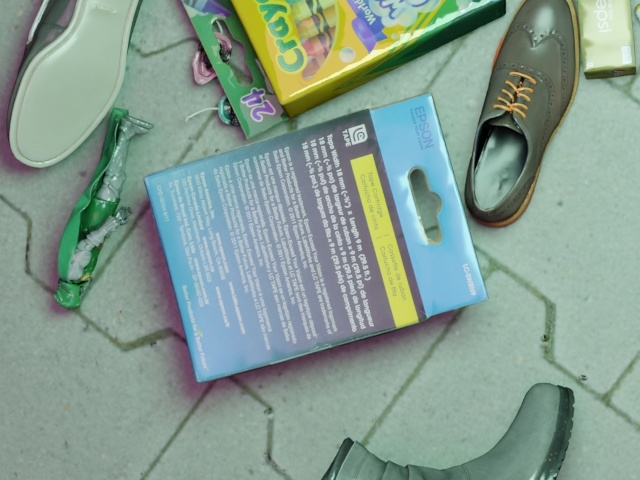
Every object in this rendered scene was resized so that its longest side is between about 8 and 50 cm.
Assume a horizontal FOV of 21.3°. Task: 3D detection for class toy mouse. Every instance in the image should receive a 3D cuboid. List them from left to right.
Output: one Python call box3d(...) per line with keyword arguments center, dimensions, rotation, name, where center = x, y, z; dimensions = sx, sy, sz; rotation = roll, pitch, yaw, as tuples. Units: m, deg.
box3d(center=(-0.099, -0.182, 1.939), dimensions=(0.143, 0.031, 0.161), rotation=(-45, 80, 5), name="toy mouse")

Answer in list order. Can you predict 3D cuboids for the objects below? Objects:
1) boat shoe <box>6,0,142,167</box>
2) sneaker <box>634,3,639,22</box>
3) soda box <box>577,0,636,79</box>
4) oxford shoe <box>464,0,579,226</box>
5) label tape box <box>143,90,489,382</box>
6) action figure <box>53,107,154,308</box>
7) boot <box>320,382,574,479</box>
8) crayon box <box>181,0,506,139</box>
box3d(center=(-0.273, -0.245, 1.958), dimensions=(0.112, 0.095, 0.335), rotation=(21, 96, -24), name="boat shoe")
box3d(center=(0.387, -0.253, 1.853), dimensions=(0.083, 0.032, 0.037), rotation=(-19, 97, 14), name="sneaker")
box3d(center=(0.308, -0.271, 1.849), dimensions=(0.058, 0.061, 0.181), rotation=(-4, 86, 11), name="soda box")
box3d(center=(0.221, -0.147, 1.841), dimensions=(0.097, 0.098, 0.271), rotation=(13, 90, 11), name="oxford shoe")
box3d(center=(0.000, 0.000, 1.873), dimensions=(0.334, 0.106, 0.240), rotation=(-16, 84, 9), name="label tape box")
box3d(center=(-0.252, -0.030, 1.930), dimensions=(0.063, 0.137, 0.232), rotation=(22, 100, -1), name="action figure")
box3d(center=(0.117, 0.253, 1.765), dimensions=(0.223, 0.118, 0.338), rotation=(25, 59, 6), name="boot")
box3d(center=(0.017, -0.275, 1.874), dimensions=(0.323, 0.083, 0.203), rotation=(-26, 80, 2), name="crayon box")
